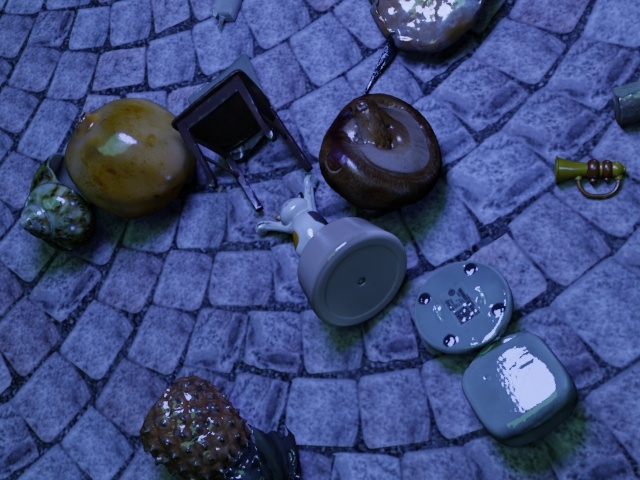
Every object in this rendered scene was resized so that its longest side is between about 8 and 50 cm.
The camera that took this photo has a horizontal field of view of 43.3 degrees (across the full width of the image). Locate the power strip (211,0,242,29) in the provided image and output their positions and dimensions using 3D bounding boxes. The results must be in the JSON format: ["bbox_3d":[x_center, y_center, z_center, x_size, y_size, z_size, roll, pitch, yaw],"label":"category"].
[{"bbox_3d":[-0.177,-0.513,1.643,0.047,0.030,0.191,11,75,21],"label":"power strip"}]

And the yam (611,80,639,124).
[{"bbox_3d":[0.548,-0.228,1.262,0.169,0.068,0.068,-8,68,15],"label":"yam"}]

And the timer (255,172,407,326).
[{"bbox_3d":[0.000,0.000,1.346,0.175,0.175,0.266,-45,44,-1],"label":"timer"}]

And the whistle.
[{"bbox_3d":[0.425,-0.103,1.274,0.109,0.046,0.057,6,58,15],"label":"whistle"}]

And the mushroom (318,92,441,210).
[{"bbox_3d":[0.094,-0.135,1.335,0.194,0.138,0.231,42,49,-7],"label":"mushroom"}]

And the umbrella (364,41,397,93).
[{"bbox_3d":[0.150,-0.386,1.485,0.044,0.044,0.269,29,91,0],"label":"umbrella"}]

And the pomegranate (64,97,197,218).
[{"bbox_3d":[-0.345,-0.146,1.466,0.233,0.233,0.233,-7,69,17],"label":"pomegranate"}]

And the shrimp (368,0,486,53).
[{"bbox_3d":[0.179,-0.551,1.420,0.221,0.110,0.446,-7,86,19],"label":"shrimp"}]

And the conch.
[{"bbox_3d":[-0.495,-0.066,1.511,0.124,0.181,0.187,-29,89,1],"label":"conch"}]

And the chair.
[{"bbox_3d":[-0.164,-0.227,1.443,0.160,0.186,0.319,-37,62,13],"label":"chair"}]

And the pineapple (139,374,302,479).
[{"bbox_3d":[-0.105,0.356,1.243,0.364,0.165,0.166,31,83,18],"label":"pineapple"}]

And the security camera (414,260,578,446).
[{"bbox_3d":[0.257,0.162,1.218,0.157,0.080,0.302,-35,53,7],"label":"security camera"}]
